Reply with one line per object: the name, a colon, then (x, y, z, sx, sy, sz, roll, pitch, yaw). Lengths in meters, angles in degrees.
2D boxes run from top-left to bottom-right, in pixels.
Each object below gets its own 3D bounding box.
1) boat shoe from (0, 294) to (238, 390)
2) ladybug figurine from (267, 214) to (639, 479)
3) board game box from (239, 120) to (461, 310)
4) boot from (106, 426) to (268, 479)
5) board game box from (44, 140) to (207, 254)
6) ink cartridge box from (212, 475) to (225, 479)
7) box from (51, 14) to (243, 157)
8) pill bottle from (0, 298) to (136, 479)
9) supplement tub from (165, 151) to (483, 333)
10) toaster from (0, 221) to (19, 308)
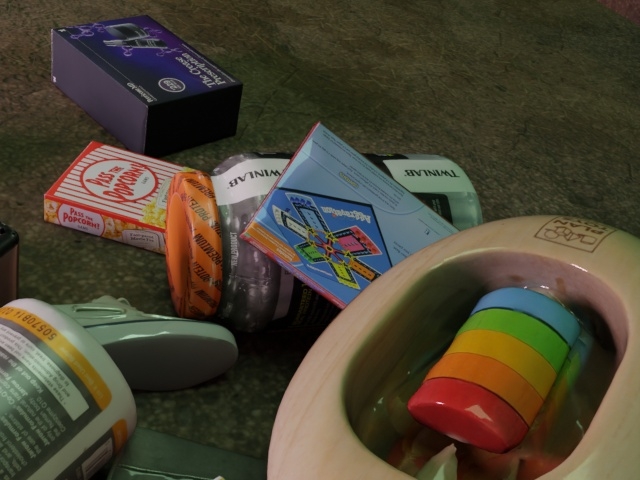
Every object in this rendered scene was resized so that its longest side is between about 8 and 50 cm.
boat shoe: (-0.222, 0.101, 0.790, 0.267, 0.096, 0.088, -4, 45, -11)
ladybug figurine: (0.148, 0.139, 0.639, 0.305, 0.162, 0.449, 19, 45, 36)
board game box: (0.069, 0.018, 0.794, 0.281, 0.027, 0.145, 37, 70, -12)
boot: (-0.087, 0.246, 0.661, 0.208, 0.076, 0.190, 16, 24, -9)
board game box: (-0.243, -0.056, 1.017, 0.193, 0.045, 0.147, 15, 37, 0)
ink cartridge box: (-0.101, 0.341, 0.457, 0.303, 0.072, 0.307, -28, 43, -27)
box: (-0.278, -0.251, 1.213, 0.184, 0.103, 0.261, -27, 54, -38)
pill bottle: (-0.291, 0.183, 0.585, 0.162, 0.162, 0.278, 31, 48, 20)
supplement tub: (0.000, 0.000, 0.896, 0.338, 0.207, 0.207, -2, 40, -22)
toaster: (-0.421, 0.029, 0.792, 0.168, 0.110, 0.186, 23, 38, 10)
